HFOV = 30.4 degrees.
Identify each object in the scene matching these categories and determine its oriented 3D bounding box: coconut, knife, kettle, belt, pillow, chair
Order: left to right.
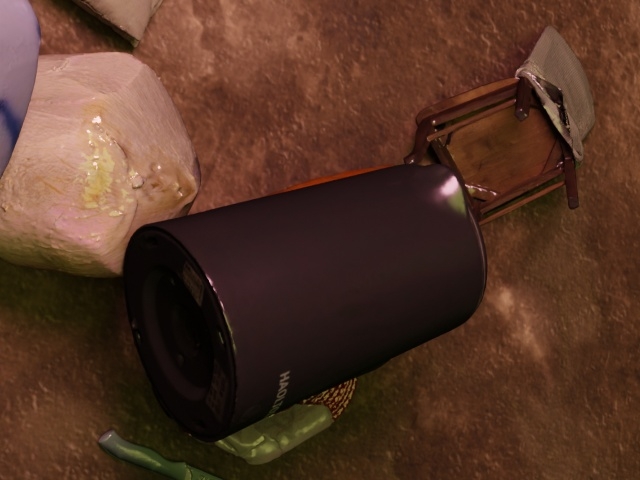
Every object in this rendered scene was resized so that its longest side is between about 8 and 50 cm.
[{"bbox_3d":[-0.227,-0.074,1.156,0.230,0.227,0.227,1,93,16],"label":"coconut"},{"bbox_3d":[-0.231,-0.304,1.242,0.181,0.078,0.134,35,78,-24],"label":"pillow"},{"bbox_3d":[-0.158,0.264,1.341,0.210,0.015,0.028,29,75,-24],"label":"knife"},{"bbox_3d":[-0.056,0.166,1.325,0.201,0.124,0.128,-27,102,-23],"label":"belt"},{"bbox_3d":[-0.006,0.073,1.138,0.308,0.203,0.262,-17,114,-32],"label":"kettle"},{"bbox_3d":[0.230,-0.129,1.446,0.186,0.319,0.160,-26,107,24],"label":"chair"}]

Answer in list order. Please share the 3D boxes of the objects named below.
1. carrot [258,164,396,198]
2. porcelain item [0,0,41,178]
[{"bbox_3d":[0.000,0.000,1.327,0.225,0.159,0.159,-7,96,-23],"label":"carrot"},{"bbox_3d":[-0.371,-0.145,1.006,0.178,0.242,0.405,2,116,-50],"label":"porcelain item"}]
